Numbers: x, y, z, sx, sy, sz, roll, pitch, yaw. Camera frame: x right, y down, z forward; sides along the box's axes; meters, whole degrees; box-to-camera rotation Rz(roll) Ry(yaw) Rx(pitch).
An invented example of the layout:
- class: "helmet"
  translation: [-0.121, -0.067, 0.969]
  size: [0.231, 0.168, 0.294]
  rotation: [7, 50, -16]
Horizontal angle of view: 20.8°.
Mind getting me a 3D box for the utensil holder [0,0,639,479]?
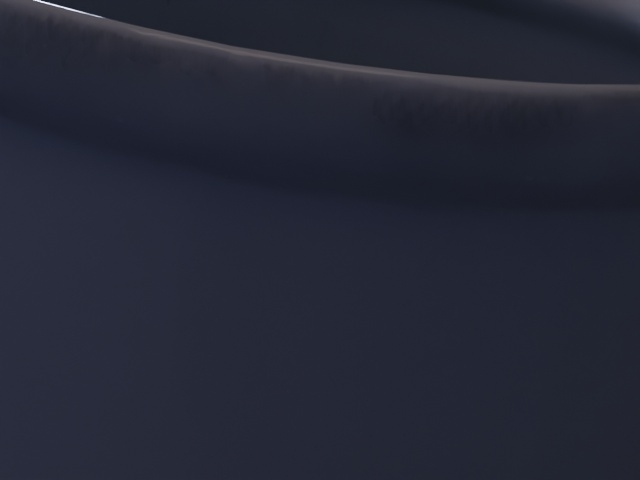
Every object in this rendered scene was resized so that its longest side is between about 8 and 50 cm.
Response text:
- class: "utensil holder"
  translation: [-0.021, 0.082, 0.701]
  size: [0.328, 0.385, 0.327]
  rotation: [8, 17, -3]
